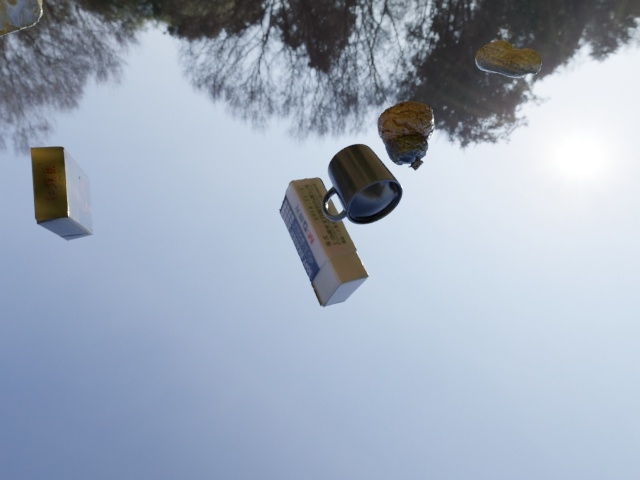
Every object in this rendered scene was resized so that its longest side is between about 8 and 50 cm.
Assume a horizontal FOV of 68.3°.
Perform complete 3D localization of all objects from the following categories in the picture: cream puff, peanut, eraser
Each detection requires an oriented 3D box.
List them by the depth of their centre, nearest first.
[{"bbox_3d":[0.000,0.000,1.097,0.086,0.130,0.287,-9,-119,-31],"label":"eraser"},{"bbox_3d":[0.264,-0.300,1.413,0.183,0.183,0.168,-3,-107,-13],"label":"cream puff"},{"bbox_3d":[0.587,-0.567,1.477,0.214,0.098,0.090,33,-152,35],"label":"peanut"}]

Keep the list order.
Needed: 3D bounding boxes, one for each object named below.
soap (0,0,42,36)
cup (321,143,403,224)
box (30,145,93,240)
[{"bbox_3d":[-0.550,-0.331,0.591,0.315,0.199,0.091,-26,-132,-9],"label":"soap"},{"bbox_3d":[0.043,-0.068,0.603,0.100,0.078,0.077,-31,-125,6],"label":"cup"},{"bbox_3d":[-0.568,-0.097,1.049,0.071,0.159,0.240,-8,173,-16],"label":"box"}]
